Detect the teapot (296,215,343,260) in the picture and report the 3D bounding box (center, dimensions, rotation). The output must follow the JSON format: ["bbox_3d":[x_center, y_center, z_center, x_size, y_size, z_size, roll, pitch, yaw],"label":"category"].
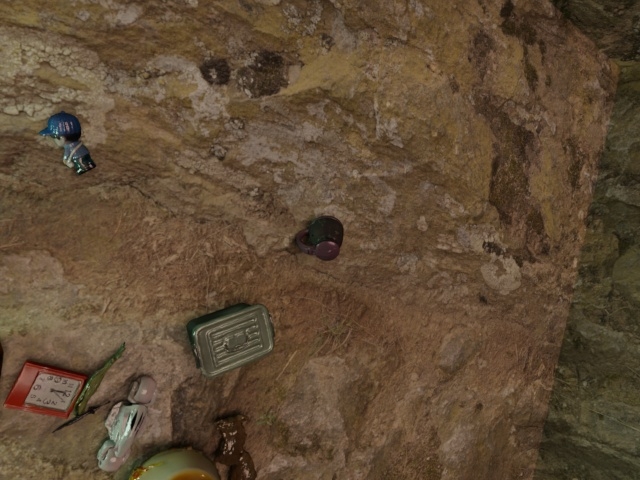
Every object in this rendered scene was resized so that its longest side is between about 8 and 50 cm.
[{"bbox_3d":[0.006,-0.007,1.480,0.148,0.146,0.116,19,123,-16],"label":"teapot"}]

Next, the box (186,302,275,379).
[{"bbox_3d":[-0.269,0.277,1.348,0.243,0.135,0.164,-18,104,-30],"label":"box"}]

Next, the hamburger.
[{"bbox_3d":[-0.409,0.714,1.270,0.293,0.179,0.276,11,90,-34],"label":"hamburger"}]

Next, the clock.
[{"bbox_3d":[-0.678,0.369,1.151,0.155,0.061,0.113,30,78,-33],"label":"clock"}]

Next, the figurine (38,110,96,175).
[{"bbox_3d":[-0.615,-0.238,1.138,0.149,0.087,0.086,64,27,-19],"label":"figurine"}]

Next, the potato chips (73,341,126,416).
[{"bbox_3d":[-0.572,0.359,1.198,0.028,0.092,0.208,32,74,-2],"label":"potato chips"}]

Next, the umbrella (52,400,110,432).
[{"bbox_3d":[-0.625,0.461,1.210,0.148,0.022,0.022,-26,80,-27],"label":"umbrella"}]

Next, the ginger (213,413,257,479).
[{"bbox_3d":[-0.260,0.674,1.408,0.122,0.084,0.291,-10,99,-37],"label":"ginger"}]

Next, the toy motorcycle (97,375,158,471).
[{"bbox_3d":[-0.509,0.490,1.232,0.112,0.112,0.255,30,77,-29],"label":"toy motorcycle"}]

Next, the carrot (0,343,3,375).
[{"bbox_3d":[-0.790,0.348,1.077,0.070,0.070,0.261,7,90,-31],"label":"carrot"}]
